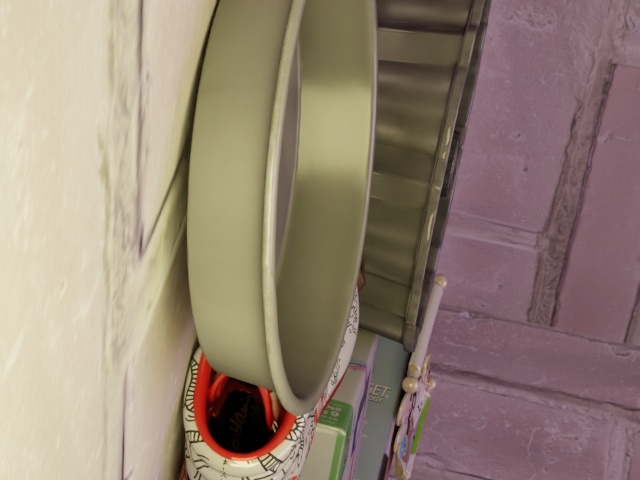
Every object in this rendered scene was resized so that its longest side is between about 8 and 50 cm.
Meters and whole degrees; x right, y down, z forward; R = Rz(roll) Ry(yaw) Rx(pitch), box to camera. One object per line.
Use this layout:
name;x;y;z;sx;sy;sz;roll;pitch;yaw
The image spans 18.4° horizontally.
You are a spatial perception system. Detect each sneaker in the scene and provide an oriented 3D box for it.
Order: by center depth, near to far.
sneaker;-0.027;0.067;1.312;0.145;0.090;0.270;99;9;-57

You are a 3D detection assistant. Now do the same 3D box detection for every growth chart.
growth chart;0.095;0.148;1.949;0.237;0.021;0.172;91;12;-55

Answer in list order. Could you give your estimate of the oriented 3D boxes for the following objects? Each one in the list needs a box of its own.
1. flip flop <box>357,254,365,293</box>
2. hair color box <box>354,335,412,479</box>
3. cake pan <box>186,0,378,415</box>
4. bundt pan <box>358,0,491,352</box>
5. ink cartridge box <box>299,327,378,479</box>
flip flop;0.000;0.000;1.491;0.112;0.080;0.277;-54;155;-77
hair color box;0.010;0.221;1.925;0.185;0.113;0.374;95;8;-53
cake pan;-0.019;-0.047;1.145;0.293;0.054;0.293;6;90;-79
bundt pan;0.055;-0.077;1.664;0.331;0.124;0.331;13;90;-84
ink cartridge box;-0.016;0.171;1.650;0.212;0.093;0.154;-69;169;-68
